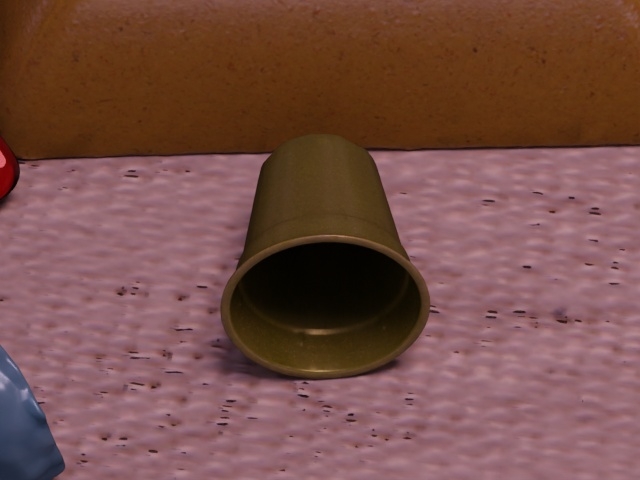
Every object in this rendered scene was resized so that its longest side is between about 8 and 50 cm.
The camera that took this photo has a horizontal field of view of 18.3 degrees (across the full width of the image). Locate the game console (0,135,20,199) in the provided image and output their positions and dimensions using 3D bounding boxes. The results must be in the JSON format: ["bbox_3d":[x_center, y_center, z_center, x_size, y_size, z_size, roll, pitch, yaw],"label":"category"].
[{"bbox_3d":[-0.226,-0.036,0.876,0.144,0.085,0.124,-35,31,-12],"label":"game console"}]

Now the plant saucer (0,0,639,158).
[{"bbox_3d":[0.010,-0.209,0.876,0.333,0.081,0.332,-1,77,4],"label":"plant saucer"}]

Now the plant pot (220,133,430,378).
[{"bbox_3d":[0.000,0.000,0.812,0.083,0.083,0.079,-5,46,1],"label":"plant pot"}]

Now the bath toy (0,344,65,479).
[{"bbox_3d":[-0.246,0.147,0.699,0.151,0.129,0.348,29,65,20],"label":"bath toy"}]
